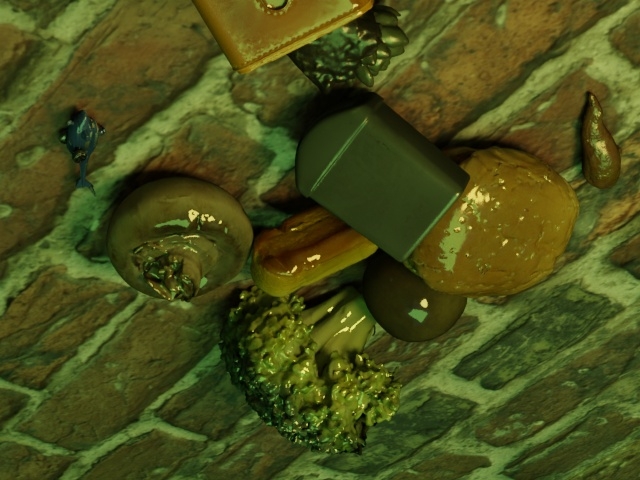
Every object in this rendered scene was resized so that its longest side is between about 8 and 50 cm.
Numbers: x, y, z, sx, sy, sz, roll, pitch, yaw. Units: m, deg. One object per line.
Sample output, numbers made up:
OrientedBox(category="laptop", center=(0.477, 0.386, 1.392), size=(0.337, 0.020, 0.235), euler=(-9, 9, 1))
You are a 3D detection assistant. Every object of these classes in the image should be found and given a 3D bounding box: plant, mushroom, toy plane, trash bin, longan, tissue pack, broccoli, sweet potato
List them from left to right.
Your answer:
OrientedBox(category="toy plane", center=(-0.345, -0.129, 1.701), size=(0.062, 0.054, 0.167), euler=(-22, 147, -28))
OrientedBox(category="mushroom", center=(-0.215, 0.006, 1.788), size=(0.227, 0.178, 0.226), euler=(-5, 131, -5))
OrientedBox(category="tissue pack", center=(-0.083, -0.359, 1.331), size=(0.194, 0.145, 0.274), euler=(-24, 114, 18))
OrientedBox(category="broccoli", center=(-0.014, 0.209, 2.060), size=(0.281, 0.348, 0.293), euler=(-43, -177, -8))
OrientedBox(category="plant", center=(0.020, -0.276, 1.537), size=(0.194, 0.132, 0.129), euler=(27, 131, -31))
OrientedBox(category="trash bin", center=(0.079, -0.101, 1.704), size=(0.236, 0.101, 0.176), euler=(39, 116, -1))
OrientedBox(category="longan", center=(0.162, 0.091, 1.982), size=(0.189, 0.189, 0.189), euler=(-6, 141, -5))
OrientedBox(category="sweet potato", center=(0.446, -0.143, 1.848), size=(0.068, 0.068, 0.226), euler=(-17, 140, 7))

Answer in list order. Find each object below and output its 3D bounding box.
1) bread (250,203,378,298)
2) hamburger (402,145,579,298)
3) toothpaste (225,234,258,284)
OrientedBox(category="bread", center=(0.000, 0.000, 1.840), size=(0.246, 0.102, 0.094), euler=(-24, 154, -25))
OrientedBox(category="hamburger", center=(0.271, -0.024, 1.846), size=(0.283, 0.144, 0.259), euler=(1, 114, -31))
OrientedBox(category="toothpaste", center=(-0.149, 0.037, 1.940), size=(0.283, 0.068, 0.099), euler=(-14, 114, 14))
